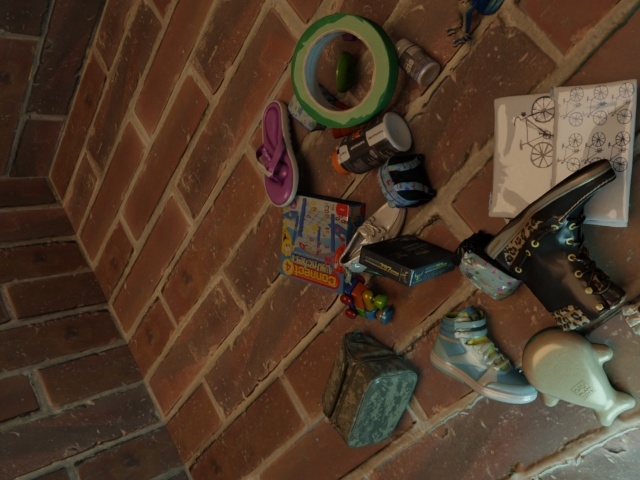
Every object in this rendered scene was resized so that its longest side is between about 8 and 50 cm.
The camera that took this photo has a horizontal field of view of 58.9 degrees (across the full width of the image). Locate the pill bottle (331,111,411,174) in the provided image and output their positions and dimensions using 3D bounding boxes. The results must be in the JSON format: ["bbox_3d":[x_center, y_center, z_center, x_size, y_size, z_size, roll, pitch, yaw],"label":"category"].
[{"bbox_3d":[0.147,-0.284,1.738,0.246,0.130,0.130,-24,80,43],"label":"pill bottle"}]

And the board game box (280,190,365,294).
[{"bbox_3d":[0.000,0.000,1.955,0.308,0.086,0.301,14,106,41],"label":"board game box"}]

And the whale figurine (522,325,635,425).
[{"bbox_3d":[0.630,0.326,1.399,0.272,0.141,0.216,38,113,5],"label":"whale figurine"}]

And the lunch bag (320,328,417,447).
[{"bbox_3d":[0.130,0.477,1.839,0.256,0.213,0.305,45,125,50],"label":"lunch bag"}]

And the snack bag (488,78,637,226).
[{"bbox_3d":[0.556,-0.203,1.344,0.343,0.037,0.323,8,102,43],"label":"snack bag"}]

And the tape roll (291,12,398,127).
[{"bbox_3d":[0.068,-0.494,1.666,0.321,0.077,0.321,8,107,27],"label":"tape roll"}]

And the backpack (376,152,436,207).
[{"bbox_3d":[0.231,-0.168,1.646,0.117,0.173,0.158,-24,81,43],"label":"backpack"}]

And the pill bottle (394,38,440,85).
[{"bbox_3d":[0.269,-0.511,1.619,0.137,0.078,0.078,51,127,25],"label":"pill bottle"}]

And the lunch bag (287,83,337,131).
[{"bbox_3d":[-0.036,-0.459,1.908,0.151,0.096,0.128,41,123,20],"label":"lunch bag"}]

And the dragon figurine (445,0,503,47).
[{"bbox_3d":[0.417,-0.638,1.452,0.289,0.144,0.085,-47,62,16],"label":"dragon figurine"}]

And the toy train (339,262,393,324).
[{"bbox_3d":[0.143,0.170,1.773,0.143,0.105,0.248,20,150,28],"label":"toy train"}]

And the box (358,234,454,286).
[{"bbox_3d":[0.252,0.052,1.621,0.183,0.233,0.059,26,117,38],"label":"box"}]

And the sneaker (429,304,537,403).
[{"bbox_3d":[0.449,0.298,1.551,0.319,0.127,0.208,20,112,39],"label":"sneaker"}]

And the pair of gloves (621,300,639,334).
[{"bbox_3d":[0.812,0.215,1.249,0.204,0.042,0.240,-34,74,41],"label":"pair of gloves"}]

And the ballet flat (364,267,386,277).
[{"bbox_3d":[0.213,0.091,1.795,0.188,0.070,0.070,17,109,39],"label":"ballet flat"}]

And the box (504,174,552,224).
[{"bbox_3d":[0.573,-0.102,1.410,0.244,0.060,0.100,-35,73,41],"label":"box"}]

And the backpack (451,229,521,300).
[{"bbox_3d":[0.451,0.070,1.513,0.182,0.152,0.115,39,128,18],"label":"backpack"}]

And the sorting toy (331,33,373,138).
[{"bbox_3d":[0.120,-0.494,1.766,0.126,0.127,0.365,11,108,18],"label":"sorting toy"}]

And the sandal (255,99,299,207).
[{"bbox_3d":[-0.176,-0.308,2.001,0.169,0.102,0.416,-29,61,42],"label":"sandal"}]

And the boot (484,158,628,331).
[{"bbox_3d":[0.571,0.023,1.265,0.284,0.138,0.377,53,141,13],"label":"boot"}]

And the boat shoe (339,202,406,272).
[{"bbox_3d":[0.159,-0.016,1.759,0.098,0.096,0.277,44,107,35],"label":"boat shoe"}]
